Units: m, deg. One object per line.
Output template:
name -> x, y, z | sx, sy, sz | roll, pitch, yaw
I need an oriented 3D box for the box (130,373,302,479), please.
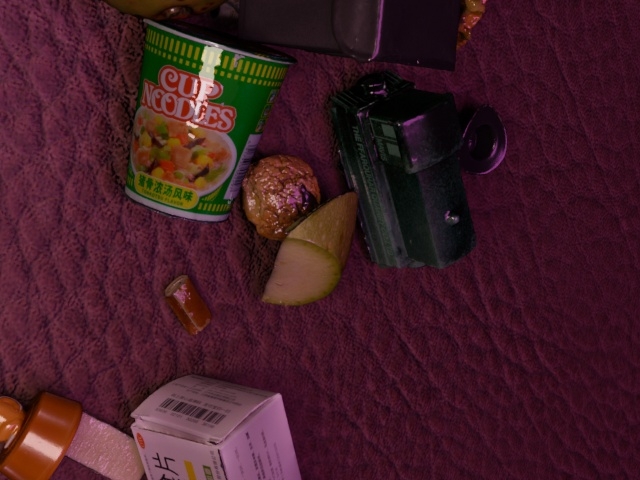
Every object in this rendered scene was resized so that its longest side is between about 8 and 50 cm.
box -> -0.132, 0.365, 1.600 | 0.145, 0.173, 0.332 | -39, 125, -45

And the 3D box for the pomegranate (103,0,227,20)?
pomegranate -> -0.196, -0.398, 1.352 | 0.231, 0.285, 0.231 | -9, 149, -6

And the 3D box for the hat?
hat -> 0.255, -0.168, 1.827 | 0.121, 0.050, 0.121 | -16, 117, -33

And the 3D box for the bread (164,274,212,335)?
bread -> -0.187, 0.092, 1.585 | 0.047, 0.036, 0.083 | -44, 127, -22

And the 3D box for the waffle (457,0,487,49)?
waffle -> 0.234, -0.387, 1.648 | 0.057, 0.219, 0.229 | 29, 85, -3

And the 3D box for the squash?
squash -> 0.015, 0.018, 1.622 | 0.184, 0.085, 0.192 | -38, 164, -33

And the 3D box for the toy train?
toy train -> 0.134, -0.093, 1.680 | 0.139, 0.178, 0.330 | -31, 119, -26

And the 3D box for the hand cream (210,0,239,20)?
hand cream -> -0.071, -0.331, 1.542 | 0.257, 0.050, 0.084 | -5, 103, -39

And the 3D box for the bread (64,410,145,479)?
bread -> -0.302, 0.294, 1.564 | 0.154, 0.028, 0.068 | 38, 79, -37

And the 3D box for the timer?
timer -> -0.403, 0.234, 1.430 | 0.152, 0.132, 0.132 | 32, 83, -16

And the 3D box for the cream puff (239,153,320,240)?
cream puff -> -0.055, -0.064, 1.597 | 0.119, 0.104, 0.133 | -37, 127, -14

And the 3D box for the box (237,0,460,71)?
box -> 0.053, -0.402, 1.449 | 0.251, 0.205, 0.345 | -9, 106, -60

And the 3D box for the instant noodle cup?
instant noodle cup -> -0.155, -0.153, 1.448 | 0.207, 0.207, 0.232 | 6, 106, -38
